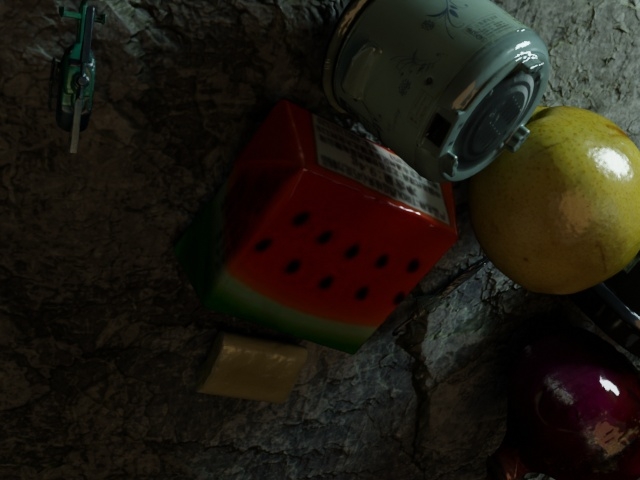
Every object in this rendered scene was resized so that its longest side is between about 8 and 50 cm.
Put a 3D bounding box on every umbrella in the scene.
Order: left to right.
[{"bbox_3d":[0.239,0.094,1.499,0.269,0.044,0.044,-39,99,-4],"label":"umbrella"}]

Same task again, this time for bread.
[{"bbox_3d":[-0.126,0.235,1.440,0.178,0.060,0.139,16,115,-27],"label":"bread"}]

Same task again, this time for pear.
[{"bbox_3d":[0.387,-0.072,1.278,0.314,0.314,0.314,-9,123,-14],"label":"pear"}]

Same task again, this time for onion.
[{"bbox_3d":[0.487,0.376,1.569,0.385,0.347,0.348,-41,124,6],"label":"onion"}]

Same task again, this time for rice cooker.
[{"bbox_3d":[0.152,-0.243,1.102,0.317,0.316,0.264,1,136,-19],"label":"rice cooker"},{"bbox_3d":[0.622,0.086,1.486,0.267,0.267,0.224,26,111,-30],"label":"rice cooker"}]

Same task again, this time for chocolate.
[{"bbox_3d":[0.000,0.000,1.256,0.360,0.161,0.341,21,121,-29],"label":"chocolate"}]

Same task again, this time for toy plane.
[{"bbox_3d":[-0.331,-0.239,1.057,0.060,0.096,0.235,4,101,-24],"label":"toy plane"}]
